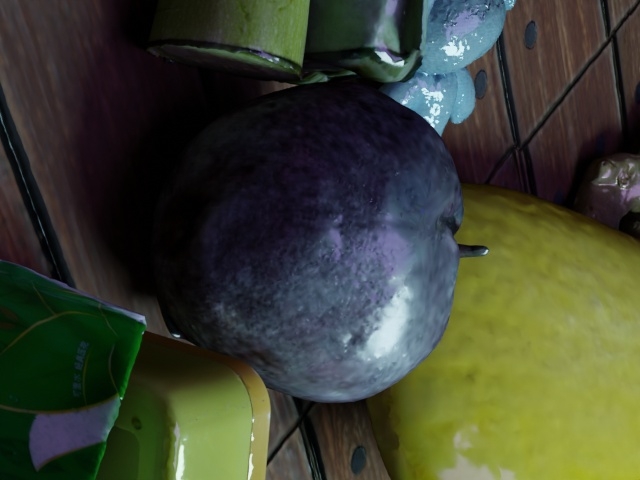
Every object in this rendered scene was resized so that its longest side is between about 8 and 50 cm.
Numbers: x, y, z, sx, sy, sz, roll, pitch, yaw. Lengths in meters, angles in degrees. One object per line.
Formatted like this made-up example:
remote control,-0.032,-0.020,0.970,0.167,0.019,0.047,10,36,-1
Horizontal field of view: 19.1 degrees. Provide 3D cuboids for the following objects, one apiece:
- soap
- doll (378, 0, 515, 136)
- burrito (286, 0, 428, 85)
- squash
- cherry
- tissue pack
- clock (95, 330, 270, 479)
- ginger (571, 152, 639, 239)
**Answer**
soap,0.186,0.116,1.408,0.427,0.115,0.306,17,64,-39
doll,0.064,-0.113,1.300,0.120,0.075,0.180,-15,140,-55
burrito,0.018,-0.210,1.148,0.089,0.144,0.229,4,90,-30
squash,-0.047,-0.206,1.083,0.094,0.094,0.224,5,89,-58
cherry,-0.008,-0.002,1.116,0.195,0.195,0.195,-25,121,-52
tissue pack,-0.191,0.120,0.856,0.209,0.156,0.148,-77,-168,-49
clock,-0.107,0.157,1.038,0.096,0.143,0.202,-9,109,-54
ginger,0.289,-0.041,1.680,0.258,0.065,0.149,-48,140,-42
